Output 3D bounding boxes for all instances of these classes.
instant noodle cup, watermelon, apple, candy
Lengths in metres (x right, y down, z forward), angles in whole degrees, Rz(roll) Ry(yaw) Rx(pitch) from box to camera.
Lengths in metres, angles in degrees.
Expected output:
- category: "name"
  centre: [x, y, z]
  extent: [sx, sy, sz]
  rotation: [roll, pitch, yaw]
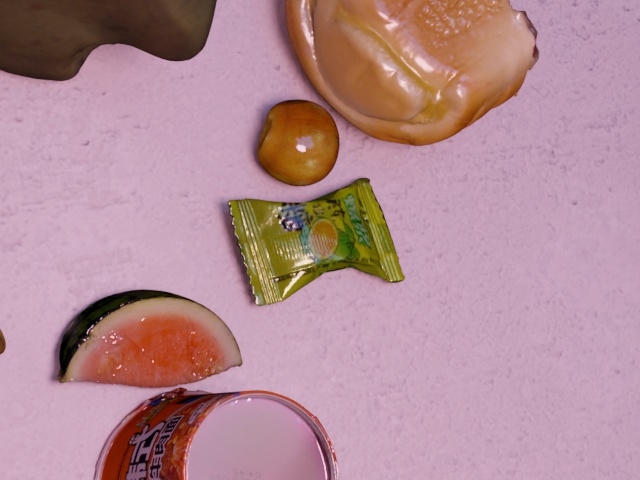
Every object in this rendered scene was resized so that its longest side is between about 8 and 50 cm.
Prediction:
- category: "instant noodle cup"
  centre: [-0.108, 0.278, 1.777]
  extent: [0.250, 0.192, 0.250]
  rotation: [9, 72, -29]
- category: "watermelon"
  centre: [-0.205, 0.117, 1.851]
  extent: [0.245, 0.063, 0.119]
  rotation: [-2, 90, -36]
- category: "apple"
  centre: [-0.029, -0.127, 1.994]
  extent: [0.102, 0.099, 0.114]
  rotation: [12, 74, -24]
- category: "candy"
  centre: [0.000, 0.000, 1.993]
  extent: [0.246, 0.069, 0.149]
  rotation: [-12, 80, -33]

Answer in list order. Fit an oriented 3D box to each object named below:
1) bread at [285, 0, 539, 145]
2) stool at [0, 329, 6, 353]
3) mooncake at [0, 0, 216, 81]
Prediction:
- category: "bread"
  centre: [0.107, -0.269, 2.058]
  extent: [0.270, 0.211, 0.316]
  rotation: [-39, 89, -24]
- category: "stool"
  centre: [-0.418, 0.118, 1.692]
  extent: [0.134, 0.135, 0.110]
  rotation: [26, 58, 29]
- category: "mooncake"
  centre: [-0.289, -0.321, 1.745]
  extent: [0.351, 0.351, 0.187]
  rotation: [14, 70, -26]
